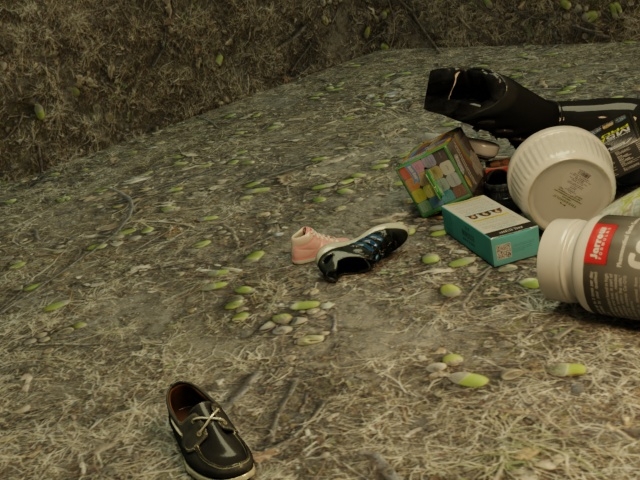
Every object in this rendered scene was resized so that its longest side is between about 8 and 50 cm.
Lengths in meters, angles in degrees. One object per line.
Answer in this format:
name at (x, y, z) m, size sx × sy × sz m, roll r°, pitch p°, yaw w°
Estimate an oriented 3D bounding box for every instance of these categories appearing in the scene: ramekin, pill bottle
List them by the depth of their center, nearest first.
pill bottle at (0.491, 0.043, 1.445) m, size 0.283 × 0.161 × 0.161 m, roll 7°, pitch 26°, yaw 40°
ramekin at (0.474, -0.109, 1.823) m, size 0.207 × 0.207 × 0.109 m, roll -8°, pitch 29°, yaw 6°

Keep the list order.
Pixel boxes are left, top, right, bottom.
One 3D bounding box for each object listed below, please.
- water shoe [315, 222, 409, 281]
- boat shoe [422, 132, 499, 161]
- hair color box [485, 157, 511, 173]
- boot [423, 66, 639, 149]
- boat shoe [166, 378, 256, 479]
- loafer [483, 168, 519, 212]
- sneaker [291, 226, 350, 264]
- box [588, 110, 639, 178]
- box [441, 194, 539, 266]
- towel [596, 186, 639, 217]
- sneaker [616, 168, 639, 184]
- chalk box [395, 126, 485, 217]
water shoe at (0.093, 0.031, 1.849) m, size 0.203 × 0.073 × 0.080 m, roll -20°, pitch 43°, yaw -13°
boat shoe at (0.334, -0.205, 2.290) m, size 0.108 × 0.102 × 0.301 m, roll 6°, pitch 7°, yaw -25°
hair color box at (0.462, -0.168, 2.211) m, size 0.141 × 0.043 × 0.072 m, roll -7°, pitch 21°, yaw 11°
boot at (0.499, -0.298, 2.103) m, size 0.367 × 0.146 × 0.445 m, roll -8°, pitch -17°, yaw 39°
boat shoe at (-0.160, 0.266, 1.296) m, size 0.084 × 0.079 × 0.233 m, roll -17°, pitch 22°, yaw -22°
loafer at (0.401, -0.125, 2.071) m, size 0.076 × 0.078 × 0.223 m, roll -10°, pitch 19°, yaw 7°
sneaker at (0.000, 0.000, 1.950) m, size 0.134 × 0.070 × 0.051 m, roll -15°, pitch 18°, yaw -14°
box at (0.555, -0.163, 1.990) m, size 0.270 × 0.060 × 0.216 m, roll -27°, pitch 13°, yaw 22°
box at (0.334, -0.023, 1.855) m, size 0.100 × 0.060 × 0.244 m, roll -15°, pitch 20°, yaw -11°
towel at (0.728, -0.124, 1.718) m, size 0.374 × 0.090 × 0.320 m, roll -24°, pitch -8°, yaw -34°
sneaker at (0.747, -0.163, 1.989) m, size 0.226 × 0.086 × 0.163 m, roll -17°, pitch 18°, yaw -20°
chalk box at (0.263, -0.145, 2.073) m, size 0.132 × 0.132 × 0.213 m, roll -24°, pitch 11°, yaw 29°
